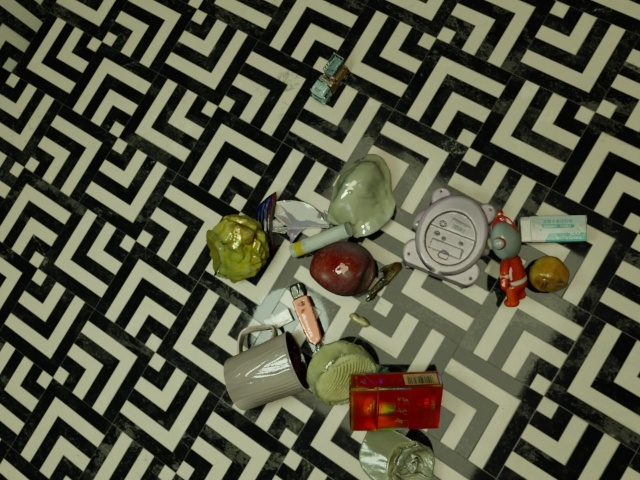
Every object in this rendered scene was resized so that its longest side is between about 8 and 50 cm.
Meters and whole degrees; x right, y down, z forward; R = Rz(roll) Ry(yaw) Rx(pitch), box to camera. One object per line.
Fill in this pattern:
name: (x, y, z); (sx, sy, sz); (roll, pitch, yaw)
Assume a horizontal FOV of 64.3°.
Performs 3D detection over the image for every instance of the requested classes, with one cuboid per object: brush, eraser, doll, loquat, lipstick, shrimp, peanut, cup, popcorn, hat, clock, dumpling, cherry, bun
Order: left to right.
popcorn: (-0.321, 0.030, 1.940); (0.251, 0.215, 0.287); (23, 126, 21)
cup: (-0.206, 0.454, 1.875); (0.273, 0.208, 0.289); (-24, 88, 8)
brush: (-0.045, 0.317, 1.952); (0.070, 0.051, 0.324); (-20, 76, 0)
lipstick: (0.000, 0.000, 1.932); (0.263, 0.059, 0.059); (-21, 78, 31)
bun: (0.067, 0.466, 1.838); (0.259, 0.259, 0.152); (-44, 36, 2)
cherry: (0.077, 0.094, 1.871); (0.239, 0.239, 0.206); (27, 107, 13)
peanut: (0.145, 0.303, 1.923); (0.083, 0.037, 0.037); (27, 88, 10)
dumpling: (0.169, -0.165, 1.905); (0.242, 0.187, 0.318); (37, 93, 12)
shrimp: (0.223, 0.146, 1.876); (0.195, 0.148, 0.035); (-46, 69, 4)
hat: (0.277, 0.772, 1.823); (0.244, 0.149, 0.215); (29, 97, 48)
clock: (0.478, -0.012, 1.870); (0.295, 0.113, 0.323); (22, 85, 12)
doll: (0.652, 0.058, 1.777); (0.105, 0.199, 0.337); (-5, 102, 41)
loquat: (0.808, 0.121, 1.797); (0.137, 0.113, 0.137); (4, 67, -10)
eraser: (0.836, -0.040, 1.838); (0.224, 0.052, 0.096); (-1, 84, 9)

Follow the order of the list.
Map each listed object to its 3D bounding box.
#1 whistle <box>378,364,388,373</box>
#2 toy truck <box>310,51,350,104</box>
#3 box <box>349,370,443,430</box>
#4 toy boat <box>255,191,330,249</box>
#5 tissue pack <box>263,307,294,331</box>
whistle: (0.218, 0.556, 1.875); (0.039, 0.039, 0.187); (10, 83, 11)
toy truck: (0.033, -0.643, 2.035); (0.080, 0.115, 0.178); (36, 91, 13)
box: (0.256, 0.559, 1.768); (0.312, 0.089, 0.198); (-2, 118, 0)
toy boat: (-0.121, -0.101, 2.015); (0.318, 0.072, 0.219); (-23, 82, 3)
tissue pack: (-0.162, 0.310, 1.984); (0.108, 0.023, 0.056); (-26, 79, 6)
